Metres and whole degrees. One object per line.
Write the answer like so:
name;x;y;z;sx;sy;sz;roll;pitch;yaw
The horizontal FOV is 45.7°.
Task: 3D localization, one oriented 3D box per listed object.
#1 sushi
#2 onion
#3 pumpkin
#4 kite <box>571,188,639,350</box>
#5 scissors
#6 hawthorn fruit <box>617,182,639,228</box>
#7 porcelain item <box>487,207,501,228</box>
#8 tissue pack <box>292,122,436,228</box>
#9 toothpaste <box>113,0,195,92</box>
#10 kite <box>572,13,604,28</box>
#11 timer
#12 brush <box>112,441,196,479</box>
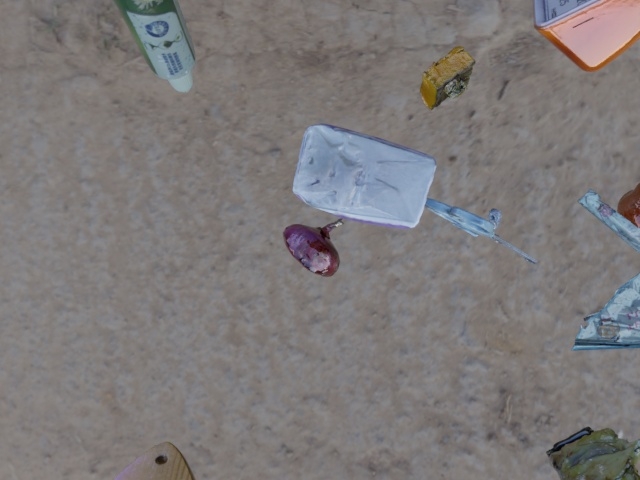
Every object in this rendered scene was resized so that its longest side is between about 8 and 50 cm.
sushi;0.451;0.374;1.192;0.139;0.291;0.131;-30;86;6
onion;0.000;0.000;1.687;0.150;0.150;0.140;44;92;5
pumpkin;0.181;-0.226;1.078;0.074;0.083;0.054;-39;80;-6
kite;0.550;0.041;1.177;0.368;0.014;0.406;39;103;-2
scissors;0.385;-0.009;1.722;0.191;0.360;0.029;23;86;55
hawthorn fruit;0.690;-0.051;1.568;0.133;0.133;0.137;-22;60;25
porcelain item;0.411;-0.052;1.791;0.028;0.083;0.036;-27;71;-3
tissue pack;0.087;-0.116;1.476;0.242;0.338;0.160;15;94;5
toothpaste;-0.105;-0.150;0.440;0.049;0.204;0.031;-19;65;-2
kite;0.440;-0.361;1.254;0.044;0.078;0.002;-23;93;41
timer;0.538;-0.473;1.394;0.161;0.257;0.250;36;131;-20
brush;-0.249;0.441;1.115;0.174;0.266;0.166;6;123;2
